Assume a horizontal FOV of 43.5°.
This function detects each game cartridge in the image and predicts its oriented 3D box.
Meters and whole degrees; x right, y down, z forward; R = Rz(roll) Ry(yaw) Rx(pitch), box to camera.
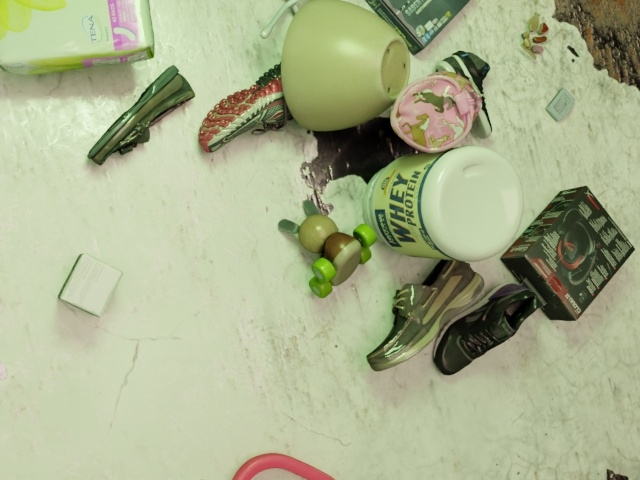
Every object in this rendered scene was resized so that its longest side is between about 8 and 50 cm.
[{"bbox_3d":[0.622,-0.349,2.074,0.056,0.017,0.083,44,72,-9],"label":"game cartridge"}]

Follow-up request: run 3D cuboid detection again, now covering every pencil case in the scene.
[{"bbox_3d":[0.256,-0.283,1.726,0.160,0.386,0.167,34,109,4],"label":"pencil case"}]

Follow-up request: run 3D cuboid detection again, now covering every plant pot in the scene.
[{"bbox_3d":[0.076,-0.365,1.691,0.284,0.191,0.284,-22,118,-52],"label":"plant pot"}]

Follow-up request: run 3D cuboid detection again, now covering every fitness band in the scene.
[{"bbox_3d":[-0.066,0.575,1.704,0.291,0.054,0.209,31,72,-18],"label":"fitness band"}]

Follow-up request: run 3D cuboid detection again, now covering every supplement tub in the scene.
[{"bbox_3d":[0.251,-0.077,1.726,0.236,0.325,0.235,-1,91,-24],"label":"supplement tub"}]

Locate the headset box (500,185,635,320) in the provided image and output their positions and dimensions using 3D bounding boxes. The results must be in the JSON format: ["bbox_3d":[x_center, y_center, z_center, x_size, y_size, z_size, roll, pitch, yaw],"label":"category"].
[{"bbox_3d":[0.603,0.043,1.981,0.293,0.110,0.218,-45,102,-19],"label":"headset box"}]

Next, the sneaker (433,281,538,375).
[{"bbox_3d":[0.381,0.204,1.855,0.283,0.124,0.107,-44,102,-7],"label":"sneaker"}]

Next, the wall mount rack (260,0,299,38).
[{"bbox_3d":[-0.079,-0.601,1.705,0.304,0.130,0.350,-38,119,-17],"label":"wall mount rack"}]

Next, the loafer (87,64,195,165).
[{"bbox_3d":[-0.358,-0.243,1.635,0.084,0.096,0.267,45,69,-19],"label":"loafer"}]

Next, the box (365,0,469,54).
[{"bbox_3d":[0.244,-0.589,1.920,0.183,0.059,0.232,46,71,-11],"label":"box"}]

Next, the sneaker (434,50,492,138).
[{"bbox_3d":[0.382,-0.365,1.944,0.121,0.079,0.216,-36,97,-19],"label":"sneaker"}]

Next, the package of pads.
[{"bbox_3d":[-0.474,-0.440,1.525,0.297,0.101,0.229,-8,89,-8],"label":"package of pads"}]

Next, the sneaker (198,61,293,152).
[{"bbox_3d":[-0.125,-0.273,1.719,0.299,0.121,0.112,-35,123,-14],"label":"sneaker"}]

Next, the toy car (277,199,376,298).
[{"bbox_3d":[0.000,0.000,1.759,0.155,0.149,0.188,-39,71,-24],"label":"toy car"}]

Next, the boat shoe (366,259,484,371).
[{"bbox_3d":[0.218,0.157,1.823,0.355,0.132,0.130,-39,90,-29],"label":"boat shoe"}]

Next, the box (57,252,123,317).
[{"bbox_3d":[-0.449,0.087,1.563,0.087,0.101,0.101,28,78,-18],"label":"box"}]

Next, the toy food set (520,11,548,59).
[{"bbox_3d":[0.550,-0.520,2.060,0.078,0.019,0.122,39,65,-15],"label":"toy food set"}]
